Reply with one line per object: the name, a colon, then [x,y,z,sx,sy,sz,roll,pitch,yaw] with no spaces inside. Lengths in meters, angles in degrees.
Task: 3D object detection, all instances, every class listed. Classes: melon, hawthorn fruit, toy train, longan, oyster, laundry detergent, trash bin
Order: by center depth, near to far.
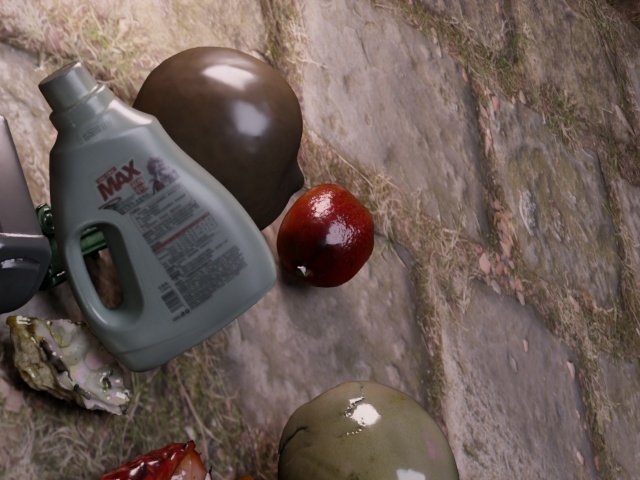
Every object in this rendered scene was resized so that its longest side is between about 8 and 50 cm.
trash bin: [-0.428,-0.021,1.411,0.101,0.177,0.236,1,65,-50]
oyster: [-0.328,0.172,1.515,0.209,0.072,0.132,31,37,-64]
laundry detergent: [-0.253,-0.043,1.534,0.264,0.125,0.397,-35,112,-11]
toy train: [-0.351,-0.007,1.592,0.170,0.071,0.111,-33,104,-55]
melon: [0.073,0.359,1.718,0.268,0.268,0.330,21,37,-43]
longan: [-0.158,-0.139,1.740,0.297,0.297,0.297,29,48,-38]
hawthorn fruit: [0.000,0.000,1.946,0.188,0.169,0.169,-42,103,-41]

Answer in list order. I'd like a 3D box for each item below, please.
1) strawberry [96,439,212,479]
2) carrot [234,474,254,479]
strawberry: [-0.246,0.370,1.427,0.253,0.150,0.280,52,30,-50]
carrot: [-0.081,0.405,1.687,0.139,0.048,0.048,55,37,-15]
